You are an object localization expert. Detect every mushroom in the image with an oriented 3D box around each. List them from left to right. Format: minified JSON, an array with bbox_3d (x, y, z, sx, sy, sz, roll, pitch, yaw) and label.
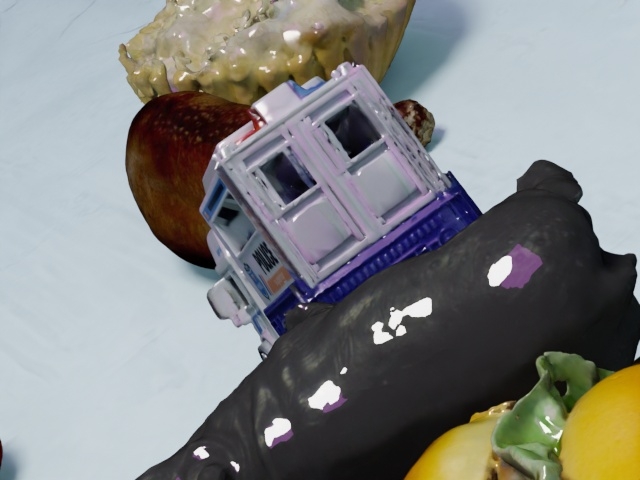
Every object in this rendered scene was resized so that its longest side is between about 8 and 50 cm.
[{"bbox_3d":[-0.018,-0.060,1.324,0.217,0.148,0.227,-23,30,-33],"label":"mushroom"}]

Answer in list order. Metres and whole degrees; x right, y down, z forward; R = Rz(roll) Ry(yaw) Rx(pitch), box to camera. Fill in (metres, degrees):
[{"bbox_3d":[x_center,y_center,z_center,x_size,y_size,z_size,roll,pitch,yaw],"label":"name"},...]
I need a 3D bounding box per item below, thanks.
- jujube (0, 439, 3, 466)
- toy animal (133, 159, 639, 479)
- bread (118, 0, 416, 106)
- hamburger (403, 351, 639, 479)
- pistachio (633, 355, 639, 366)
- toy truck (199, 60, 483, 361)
[{"bbox_3d":[-0.299,0.169,1.190,0.176,0.109,0.112,-32,62,-24],"label":"jujube"},{"bbox_3d":[-0.001,0.093,0.819,0.343,0.106,0.168,-33,9,0],"label":"toy animal"},{"bbox_3d":[-0.035,-0.173,1.478,0.274,0.149,0.274,-18,33,12],"label":"bread"},{"bbox_3d":[0.142,0.148,0.643,0.170,0.246,0.246,-23,27,23],"label":"hamburger"},{"bbox_3d":[0.154,0.116,0.821,0.189,0.100,0.110,-34,-3,-11],"label":"pistachio"},{"bbox_3d":[0.000,0.000,1.049,0.124,0.155,0.268,-35,-1,-12],"label":"toy truck"}]
